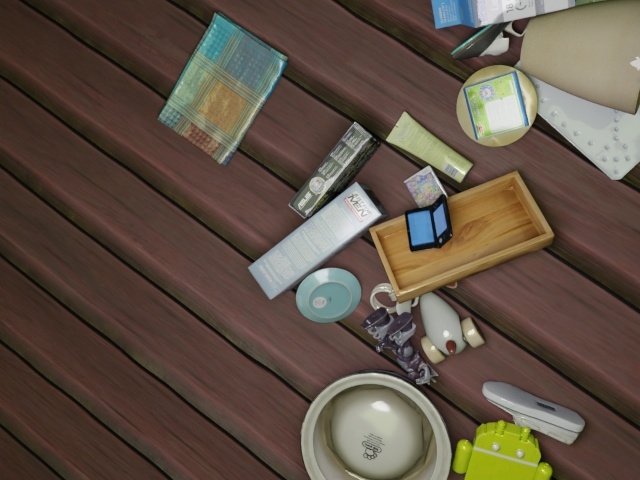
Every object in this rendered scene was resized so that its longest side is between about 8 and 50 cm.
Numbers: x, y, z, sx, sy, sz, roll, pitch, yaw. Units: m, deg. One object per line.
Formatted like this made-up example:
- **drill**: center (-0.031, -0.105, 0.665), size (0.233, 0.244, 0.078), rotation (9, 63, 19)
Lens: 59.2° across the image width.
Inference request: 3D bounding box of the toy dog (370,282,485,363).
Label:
- **toy dog**: center (0.293, 0.187, 1.501), size (0.333, 0.161, 0.220), rotation (40, 101, 8)

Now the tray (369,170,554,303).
- **tray**: center (0.354, -0.008, 1.450), size (0.410, 0.076, 0.203), rotation (-21, 62, 3)

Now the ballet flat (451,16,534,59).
- **ballet flat**: center (0.471, -0.546, 1.452), size (0.280, 0.095, 0.096), rotation (-43, 96, 12)

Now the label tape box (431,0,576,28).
- **label tape box**: center (0.407, -0.636, 1.314), size (0.333, 0.106, 0.241), rotation (-4, 119, 24)

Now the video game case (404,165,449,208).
- **video game case**: center (0.294, -0.131, 1.541), size (0.087, 0.011, 0.122), rotation (-32, 86, 35)

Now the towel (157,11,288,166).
- **towel**: center (-0.291, -0.444, 1.656), size (0.271, 0.040, 0.370), rotation (35, 100, 9)

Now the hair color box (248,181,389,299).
- **hair color box**: center (0.000, 0.000, 1.543), size (0.374, 0.185, 0.114), rotation (-37, 84, 12)

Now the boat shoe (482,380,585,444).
- **boat shoe**: center (0.554, 0.461, 1.499), size (0.267, 0.096, 0.088), rotation (18, 110, 7)

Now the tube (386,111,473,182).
- **tube**: center (0.300, -0.248, 1.528), size (0.240, 0.062, 0.070), rotation (36, 67, 12)

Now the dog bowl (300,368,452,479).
- **dog bowl**: center (0.156, 0.544, 1.562), size (0.407, 0.150, 0.409), rotation (1, 94, 12)

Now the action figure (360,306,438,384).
- **action figure**: center (0.212, 0.287, 1.483), size (0.185, 0.285, 0.099), rotation (25, 64, 43)

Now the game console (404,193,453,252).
- **game console**: center (0.269, -0.043, 1.409), size (0.071, 0.107, 0.122), rotation (3, 64, -16)

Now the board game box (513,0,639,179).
- **board game box**: center (0.740, -0.420, 1.417), size (0.390, 0.050, 0.390), rotation (44, 101, 7)

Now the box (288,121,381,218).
- **box**: center (0.045, -0.180, 1.506), size (0.060, 0.216, 0.270), rotation (41, 102, 8)

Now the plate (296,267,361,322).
- **plate**: center (0.025, 0.162, 1.581), size (0.188, 0.024, 0.188), rotation (-5, 121, -8)

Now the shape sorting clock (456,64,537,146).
- **shape sorting clock**: center (0.458, -0.349, 1.468), size (0.206, 0.040, 0.206), rotation (8, 109, 23)

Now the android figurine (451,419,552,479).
- **android figurine**: center (0.484, 0.595, 1.503), size (0.248, 0.056, 0.273), rotation (14, 115, 11)

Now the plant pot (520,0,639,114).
- **plant pot**: center (0.621, -0.444, 1.309), size (0.273, 0.256, 0.257), rotation (18, 98, 28)
